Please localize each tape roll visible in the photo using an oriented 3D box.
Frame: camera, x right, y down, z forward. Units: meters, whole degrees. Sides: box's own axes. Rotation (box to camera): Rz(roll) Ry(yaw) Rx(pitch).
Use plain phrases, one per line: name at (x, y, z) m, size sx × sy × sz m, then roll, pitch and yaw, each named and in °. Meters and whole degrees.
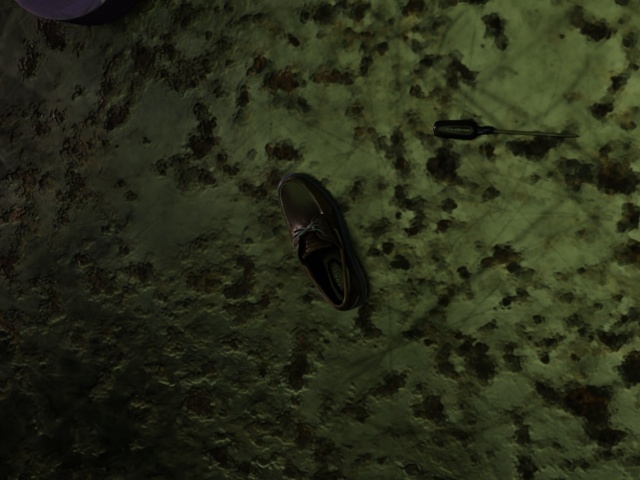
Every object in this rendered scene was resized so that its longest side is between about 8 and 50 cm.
tape roll at (-0.307, -0.367, 1.509) m, size 0.189 × 0.080 × 0.188 m, roll 1°, pitch 94°, yaw 16°

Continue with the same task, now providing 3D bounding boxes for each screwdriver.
screwdriver at (0.217, -0.130, 1.412) m, size 0.170 × 0.024 × 0.025 m, roll 0°, pitch 66°, yaw 10°

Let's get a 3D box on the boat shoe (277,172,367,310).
boat shoe at (0.000, 0.000, 1.458) m, size 0.066 × 0.066 × 0.183 m, roll -32°, pitch 86°, yaw 16°
